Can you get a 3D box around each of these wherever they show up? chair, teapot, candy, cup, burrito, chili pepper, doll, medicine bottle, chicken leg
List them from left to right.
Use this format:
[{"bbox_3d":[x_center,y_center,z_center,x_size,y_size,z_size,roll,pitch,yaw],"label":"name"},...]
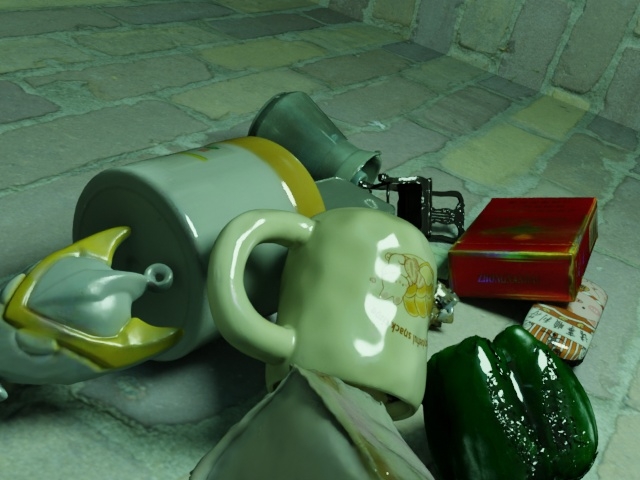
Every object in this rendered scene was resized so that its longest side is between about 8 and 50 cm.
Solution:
[{"bbox_3d":[-0.298,0.089,0.760,0.316,0.103,0.145,-25,40,-17],"label":"doll"},{"bbox_3d":[-0.147,0.002,0.947,0.238,0.237,0.232,33,32,27],"label":"medicine bottle"},{"bbox_3d":[-0.021,-0.150,1.402,0.225,0.171,0.203,35,64,19],"label":"teapot"},{"bbox_3d":[-0.003,0.233,0.665,0.137,0.185,0.195,36,8,-45],"label":"candy"},{"bbox_3d":[-0.003,0.071,0.834,0.255,0.173,0.202,14,63,-9],"label":"cup"},{"bbox_3d":[0.121,0.104,1.088,0.125,0.080,0.196,38,33,11],"label":"chicken leg"},{"bbox_3d":[0.167,0.028,1.281,0.118,0.044,0.074,14,31,-11],"label":"burrito"},{"bbox_3d":[0.184,-0.053,1.338,0.229,0.106,0.113,2,-3,-22],"label":"chair"},{"bbox_3d":[0.209,0.228,0.813,0.165,0.174,0.260,-5,72,-41],"label":"chili pepper"}]

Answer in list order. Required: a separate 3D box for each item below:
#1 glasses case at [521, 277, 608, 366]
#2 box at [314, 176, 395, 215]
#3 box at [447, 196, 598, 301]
[{"bbox_3d":[0.391,0.120,1.212,0.103,0.067,0.267,21,27,20],"label":"glasses case"},{"bbox_3d":[0.000,0.000,1.143,0.163,0.135,0.243,33,32,29],"label":"box"},{"bbox_3d":[0.357,0.008,1.306,0.198,0.089,0.313,2,19,26],"label":"box"}]
